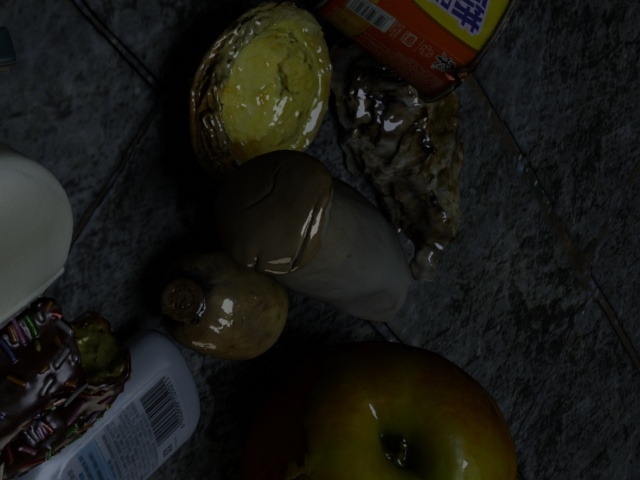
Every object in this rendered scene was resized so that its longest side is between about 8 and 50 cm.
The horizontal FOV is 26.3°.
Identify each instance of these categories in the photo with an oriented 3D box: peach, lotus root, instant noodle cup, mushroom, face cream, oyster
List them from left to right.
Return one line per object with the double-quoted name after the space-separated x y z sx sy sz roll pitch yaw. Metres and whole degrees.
-0.262 0.243 1.415 0.336 0.080 0.163 -43 140 -32 "face cream"
-0.096 0.068 1.510 0.221 0.118 0.125 5 96 -60 "lotus root"
-0.004 -0.007 1.486 0.137 0.154 0.407 -33 161 6 "mushroom"
0.065 0.299 1.697 0.370 0.370 0.370 -31 132 -42 "peach"
0.098 -0.280 1.479 0.174 0.213 0.213 28 84 -17 "instant noodle cup"
0.128 -0.146 1.719 0.204 0.111 0.396 -50 139 -29 "oyster"

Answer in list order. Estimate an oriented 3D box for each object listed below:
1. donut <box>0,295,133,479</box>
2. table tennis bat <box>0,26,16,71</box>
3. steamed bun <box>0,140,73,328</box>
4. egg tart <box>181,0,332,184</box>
-0.275 0.148 1.251 0.216 0.096 0.230 -38 169 -9 "donut"
-0.366 -0.122 1.044 0.301 0.022 0.174 -18 94 -42 "table tennis bat"
-0.330 -0.003 1.121 0.241 0.146 0.164 -37 139 -38 "steamed bun"
-0.074 -0.157 1.440 0.212 0.090 0.213 -34 136 -41 "egg tart"
